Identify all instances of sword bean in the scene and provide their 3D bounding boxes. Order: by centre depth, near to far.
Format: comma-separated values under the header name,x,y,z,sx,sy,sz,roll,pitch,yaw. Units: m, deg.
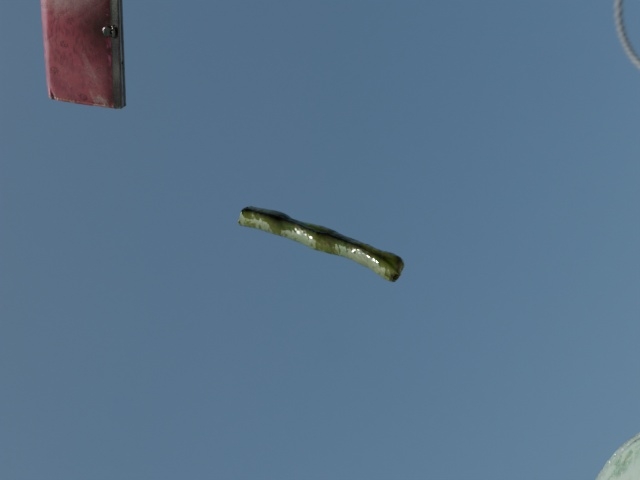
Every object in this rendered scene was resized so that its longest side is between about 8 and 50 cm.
name,x,y,z,sx,sy,sz,roll,pitch,yaw
sword bean,0.001,0.000,1.511,0.043,0.269,0.038,-48,-40,-30

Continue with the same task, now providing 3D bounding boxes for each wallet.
name,x,y,z,sx,sy,sz,roll,pitch,yaw
wallet,-0.334,-0.301,1.590,0.025,0.119,0.232,-62,-22,-59

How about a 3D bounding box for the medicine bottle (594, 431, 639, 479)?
name,x,y,z,sx,sy,sz,roll,pitch,yaw
medicine bottle,0.412,0.330,1.102,0.290,0.245,0.245,28,-85,-6
